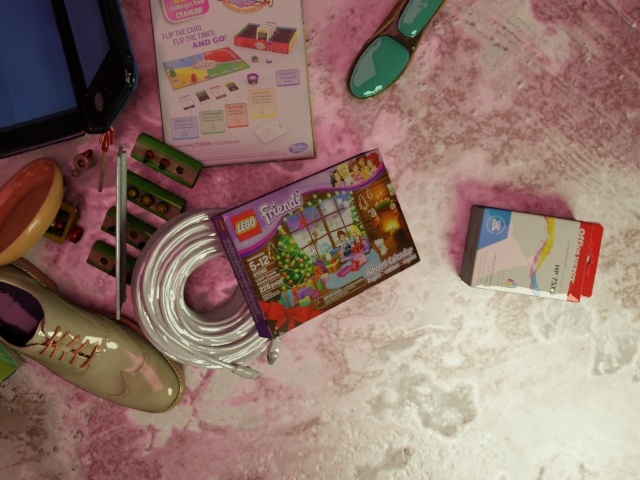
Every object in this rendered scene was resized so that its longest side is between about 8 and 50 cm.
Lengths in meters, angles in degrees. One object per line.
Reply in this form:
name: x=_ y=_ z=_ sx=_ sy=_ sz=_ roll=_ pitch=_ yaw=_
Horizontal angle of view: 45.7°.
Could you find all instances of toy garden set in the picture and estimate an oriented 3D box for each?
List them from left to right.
toy garden set: x=-0.327 y=-0.058 z=1.194 sx=0.204 sy=0.049 sz=0.244 roll=28 pitch=110 yaw=1

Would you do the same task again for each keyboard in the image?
keyboard: x=-0.303 y=-0.010 z=1.145 sx=0.014 sy=0.072 sz=0.255 roll=3 pitch=109 yaw=-6

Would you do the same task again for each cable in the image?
cable: x=-0.166 y=0.074 z=1.192 sx=0.257 sy=0.089 sz=0.257 roll=17 pitch=93 yaw=-25

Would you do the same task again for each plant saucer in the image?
plant saucer: x=-0.463 y=-0.038 z=1.167 sx=0.200 sy=0.200 sz=0.037 roll=-46 pitch=127 yaw=2

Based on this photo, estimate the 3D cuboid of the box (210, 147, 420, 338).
box: x=0.000 y=0.000 z=1.180 sx=0.293 sy=0.057 sz=0.200 roll=-26 pitch=99 yaw=-26

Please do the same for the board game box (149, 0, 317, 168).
board game box: x=-0.138 y=-0.278 z=1.207 sx=0.242 sy=0.064 sz=0.316 roll=-4 pitch=95 yaw=-2

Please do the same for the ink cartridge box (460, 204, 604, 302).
ink cartridge box: x=0.360 y=0.024 z=1.250 sx=0.231 sy=0.078 sz=0.134 roll=8 pitch=95 yaw=-4

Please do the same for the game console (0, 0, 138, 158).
game console: x=-0.412 y=-0.301 z=1.108 sx=0.173 sy=0.250 sz=0.293 roll=-11 pitch=79 yaw=-34

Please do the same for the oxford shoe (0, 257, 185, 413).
oxford shoe: x=-0.399 y=0.166 z=1.196 sx=0.397 sy=0.146 sz=0.140 roll=30 pitch=93 yaw=-5

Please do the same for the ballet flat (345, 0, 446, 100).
ballet flat: x=0.122 y=-0.322 z=1.213 sx=0.080 sy=0.073 sz=0.232 roll=37 pitch=99 yaw=-14

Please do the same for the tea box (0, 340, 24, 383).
tea box: x=-0.673 y=0.229 z=1.102 sx=0.329 sy=0.323 sz=0.220 roll=-35 pitch=96 yaw=0
